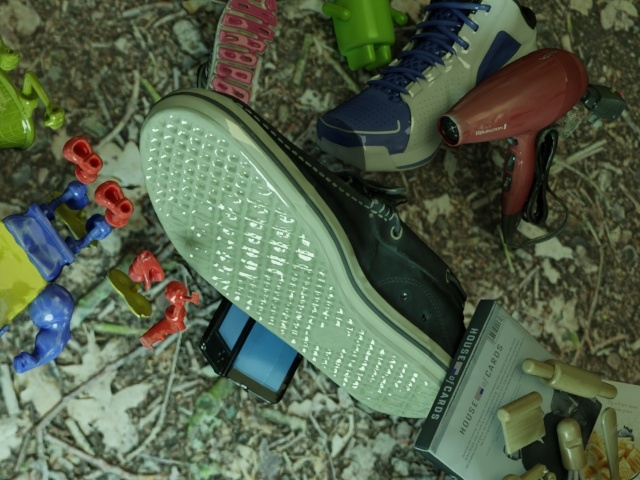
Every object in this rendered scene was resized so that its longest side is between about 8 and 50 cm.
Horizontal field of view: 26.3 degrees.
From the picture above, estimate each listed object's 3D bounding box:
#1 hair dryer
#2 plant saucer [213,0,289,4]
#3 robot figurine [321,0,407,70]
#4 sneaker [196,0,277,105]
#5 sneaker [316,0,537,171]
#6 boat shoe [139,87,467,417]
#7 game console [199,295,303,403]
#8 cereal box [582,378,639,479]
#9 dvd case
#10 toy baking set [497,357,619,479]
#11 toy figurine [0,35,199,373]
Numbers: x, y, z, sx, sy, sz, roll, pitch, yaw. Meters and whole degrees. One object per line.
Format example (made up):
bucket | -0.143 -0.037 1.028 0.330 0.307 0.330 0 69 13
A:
hair dryer | 0.235 -0.103 1.522 0.294 0.080 0.223 20 96 -46
plant saucer | -0.105 -0.403 1.535 0.311 0.050 0.310 5 79 -24
robot figurine | 0.048 -0.254 1.565 0.101 0.067 0.115 -4 81 -37
sneaker | -0.097 -0.196 1.480 0.063 0.075 0.170 17 85 -22
sneaker | 0.129 -0.202 1.525 0.316 0.127 0.182 -22 122 -33
boat shoe | 0.000 0.000 1.379 0.500 0.187 0.156 45 51 -38
game console | -0.060 0.092 1.445 0.071 0.107 0.122 18 67 21
cereal box | 0.321 0.281 1.597 0.173 0.047 0.240 11 76 -20
dvd case | 0.208 0.198 1.475 0.239 0.030 0.179 41 66 -37
toy baking set | 0.264 0.232 1.494 0.256 0.030 0.196 14 87 -43
toy figurine | -0.310 -0.003 1.293 0.217 0.191 0.362 -38 96 -21
